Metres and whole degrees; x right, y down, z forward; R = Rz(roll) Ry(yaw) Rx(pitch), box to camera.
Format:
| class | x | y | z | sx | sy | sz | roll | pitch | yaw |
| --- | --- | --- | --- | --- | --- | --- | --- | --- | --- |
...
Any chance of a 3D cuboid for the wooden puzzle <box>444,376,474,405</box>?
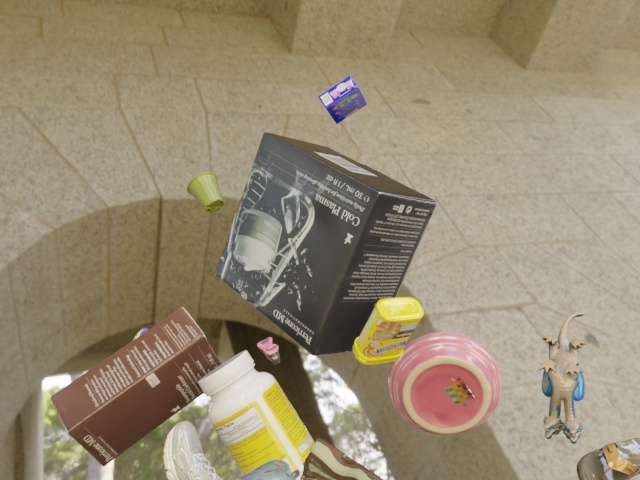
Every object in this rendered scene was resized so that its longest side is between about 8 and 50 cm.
| class | x | y | z | sx | sy | sz | roll | pitch | yaw |
| --- | --- | --- | --- | --- | --- | --- | --- | --- | --- |
| wooden puzzle | 0.315 | 0.345 | 1.369 | 0.049 | 0.006 | 0.083 | -30 | -73 | 24 |

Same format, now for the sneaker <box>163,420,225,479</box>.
| class | x | y | z | sx | sy | sz | roll | pitch | yaw |
| --- | --- | --- | --- | --- | --- | --- | --- | --- | --- |
| sneaker | -0.217 | 0.473 | 1.165 | 0.120 | 0.263 | 0.099 | -24 | -20 | 18 |

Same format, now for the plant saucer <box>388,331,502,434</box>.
| class | x | y | z | sx | sy | sz | roll | pitch | yaw |
| --- | --- | --- | --- | --- | --- | --- | --- | --- | --- |
| plant saucer | 0.365 | 0.434 | 1.766 | 0.331 | 0.084 | 0.333 | 2 | -73 | 5 |

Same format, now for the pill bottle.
| class | x | y | z | sx | sy | sz | roll | pitch | yaw |
| --- | --- | --- | --- | --- | --- | --- | --- | --- | --- |
| pill bottle | -0.153 | 0.448 | 1.482 | 0.187 | 0.334 | 0.188 | -32 | -1 | -1 |

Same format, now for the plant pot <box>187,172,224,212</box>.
| class | x | y | z | sx | sy | sz | roll | pitch | yaw |
| --- | --- | --- | --- | --- | --- | --- | --- | --- | --- |
| plant pot | -0.281 | -0.113 | 1.515 | 0.083 | 0.079 | 0.083 | -25 | -26 | -14 |

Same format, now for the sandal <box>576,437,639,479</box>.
| class | x | y | z | sx | sy | sz | roll | pitch | yaw |
| --- | --- | --- | --- | --- | --- | --- | --- | --- | --- |
| sandal | 0.588 | 0.432 | 1.177 | 0.219 | 0.090 | 0.060 | -9 | -47 | -24 |

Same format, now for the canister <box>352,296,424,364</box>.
| class | x | y | z | sx | sy | sz | roll | pitch | yaw |
| --- | --- | --- | --- | --- | --- | --- | --- | --- | --- |
| canister | 0.161 | 0.214 | 1.439 | 0.126 | 0.073 | 0.170 | -2 | -45 | -25 |

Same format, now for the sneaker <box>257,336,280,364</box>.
| class | x | y | z | sx | sy | sz | roll | pitch | yaw |
| --- | --- | --- | --- | --- | --- | --- | --- | --- | --- |
| sneaker | -0.137 | 0.303 | 1.645 | 0.047 | 0.119 | 0.057 | -26 | -74 | -11 |

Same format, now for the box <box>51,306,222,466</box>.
| class | x | y | z | sx | sy | sz | roll | pitch | yaw |
| --- | --- | --- | --- | --- | --- | --- | --- | --- | --- |
| box | -0.446 | 0.364 | 1.526 | 0.381 | 0.143 | 0.191 | -34 | -43 | -16 |

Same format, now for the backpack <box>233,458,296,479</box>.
| class | x | y | z | sx | sy | sz | roll | pitch | yaw |
| --- | --- | --- | --- | --- | --- | --- | --- | --- | --- |
| backpack | -0.067 | 0.336 | 0.718 | 0.151 | 0.115 | 0.182 | -16 | -9 | -4 |

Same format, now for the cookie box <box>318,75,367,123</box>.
| class | x | y | z | sx | sy | sz | roll | pitch | yaw |
| --- | --- | --- | --- | --- | --- | --- | --- | --- | --- |
| cookie box | 0.054 | -0.332 | 1.437 | 0.091 | 0.040 | 0.107 | -32 | -17 | 8 |

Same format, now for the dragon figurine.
| class | x | y | z | sx | sy | sz | roll | pitch | yaw |
| --- | --- | --- | --- | --- | --- | --- | --- | --- | --- |
| dragon figurine | 0.502 | 0.277 | 1.251 | 0.085 | 0.289 | 0.144 | 1 | -57 | 23 |

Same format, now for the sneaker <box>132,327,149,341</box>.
| class | x | y | z | sx | sy | sz | roll | pitch | yaw |
| --- | --- | --- | --- | --- | --- | --- | --- | --- | --- |
| sneaker | -0.511 | 0.414 | 1.822 | 0.146 | 0.294 | 0.102 | 8 | -4 | -7 |

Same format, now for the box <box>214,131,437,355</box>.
| class | x | y | z | sx | sy | sz | roll | pitch | yaw |
| --- | --- | --- | --- | --- | --- | --- | --- | --- | --- |
| box | 0.000 | 0.000 | 1.757 | 0.297 | 0.479 | 0.472 | 3 | -67 | -48 |

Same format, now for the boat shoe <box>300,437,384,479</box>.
| class | x | y | z | sx | sy | sz | roll | pitch | yaw |
| --- | --- | --- | --- | --- | --- | --- | --- | --- | --- |
| boat shoe | 0.053 | 0.403 | 0.944 | 0.095 | 0.257 | 0.095 | 42 | -107 | -24 |
